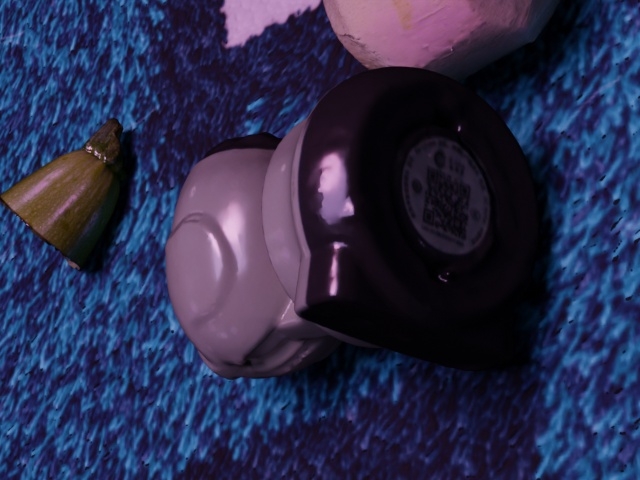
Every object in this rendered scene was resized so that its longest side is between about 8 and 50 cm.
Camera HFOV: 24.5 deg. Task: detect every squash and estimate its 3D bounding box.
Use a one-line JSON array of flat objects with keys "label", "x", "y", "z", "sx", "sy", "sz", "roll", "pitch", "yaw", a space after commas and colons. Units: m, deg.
[{"label": "squash", "x": -0.218, "y": -0.052, "z": 1.370, "sx": 0.132, "sy": 0.105, "sz": 0.105, "roll": -47, "pitch": 43, "yaw": -7}]

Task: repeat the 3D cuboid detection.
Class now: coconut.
[{"label": "coconut", "x": 0.093, "y": -0.204, "z": 1.052, "sx": 0.183, "sy": 0.171, "sz": 0.171, "roll": -36, "pitch": 50, "yaw": 33}]

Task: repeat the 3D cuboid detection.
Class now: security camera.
[{"label": "security camera", "x": 0.000, "y": 0.000, "z": 1.056, "sx": 0.277, "sy": 0.197, "sz": 0.191, "roll": -20, "pitch": 59, "yaw": 48}]
